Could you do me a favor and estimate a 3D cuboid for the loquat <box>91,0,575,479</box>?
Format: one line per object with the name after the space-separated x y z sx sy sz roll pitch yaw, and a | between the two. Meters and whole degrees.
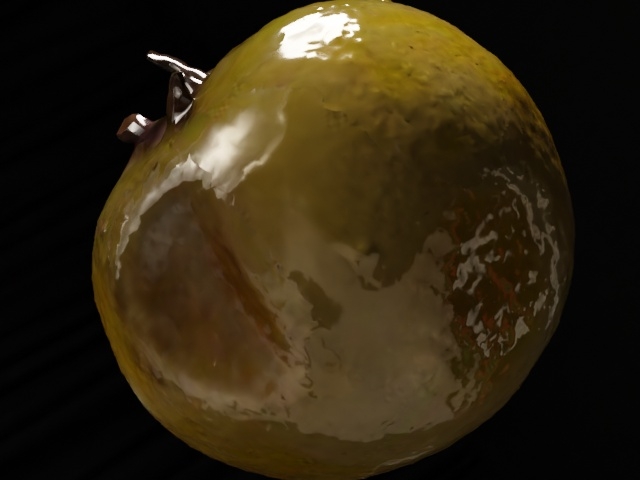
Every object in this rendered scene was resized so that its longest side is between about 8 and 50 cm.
0.002 0.000 0.810 0.213 0.213 0.213 35 -40 36 | loquat
